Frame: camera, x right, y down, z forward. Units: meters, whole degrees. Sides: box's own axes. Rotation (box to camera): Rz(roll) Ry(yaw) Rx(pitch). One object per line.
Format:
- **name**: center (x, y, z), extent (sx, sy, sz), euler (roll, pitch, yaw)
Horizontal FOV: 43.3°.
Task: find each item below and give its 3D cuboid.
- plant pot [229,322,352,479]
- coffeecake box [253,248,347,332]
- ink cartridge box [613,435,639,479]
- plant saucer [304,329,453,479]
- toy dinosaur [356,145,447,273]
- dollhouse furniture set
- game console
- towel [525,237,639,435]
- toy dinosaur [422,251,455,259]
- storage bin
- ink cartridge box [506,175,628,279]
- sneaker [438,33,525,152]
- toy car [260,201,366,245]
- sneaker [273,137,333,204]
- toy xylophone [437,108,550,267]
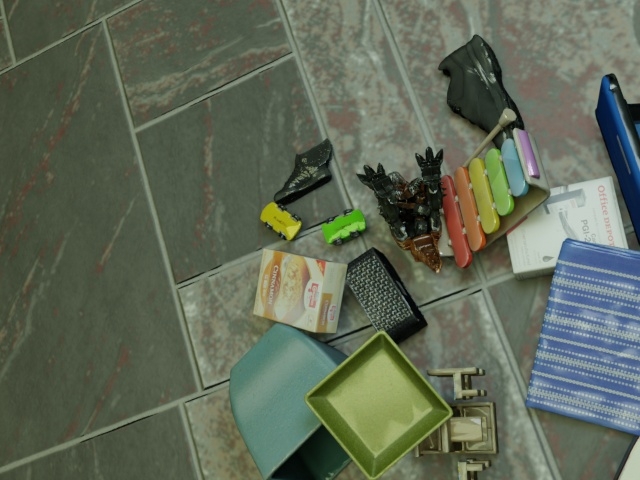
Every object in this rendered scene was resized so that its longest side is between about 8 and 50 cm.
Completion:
- **plant pot**: center (-0.038, 0.311, 1.612), extent (0.247, 0.248, 0.252), euler (-47, 57, 5)
- **coffeecake box**: center (-0.043, 0.101, 1.653), extent (0.185, 0.068, 0.143), euler (10, 91, 43)
- **ink cartridge box**: center (0.581, 0.422, 1.395), extent (0.128, 0.176, 0.127), euler (25, 85, 21)
- **plant saucer**: center (0.100, 0.283, 1.398), extent (0.188, 0.045, 0.188), euler (-42, 81, 6)
- **toy dinosaur**: center (0.190, -0.054, 1.586), extent (0.164, 0.219, 0.322), euler (-29, 39, -17)
- **dollhouse furniture set**: center (0.231, 0.350, 1.497), extent (0.160, 0.242, 0.212), euler (-6, 76, 19)
- **game console**: center (0.621, -0.147, 1.449), extent (0.173, 0.250, 0.293), euler (-16, 72, 10)
- **towel**: center (0.531, 0.178, 1.484), extent (0.243, 0.040, 0.336), euler (13, 97, 16)
- **toy dinosaur**: center (0.240, 0.007, 1.678), extent (0.082, 0.047, 0.090), euler (-42, 57, -13)
- **storage bin**: center (0.131, 0.115, 1.647), extent (0.084, 0.122, 0.180), euler (-35, 70, 10)
- **ink cartridge box**: center (0.474, -0.021, 1.572), extent (0.217, 0.092, 0.159), euler (-11, 76, 15)
- **sneaker**: center (0.335, -0.283, 1.683), extent (0.130, 0.109, 0.287), euler (-26, 64, 23)
- **toy car**: center (0.000, 0.000, 1.756), extent (0.224, 0.053, 0.239), euler (-23, 73, 13)
- **sneaker**: center (-0.039, -0.154, 1.806), extent (0.170, 0.051, 0.089), euler (-27, 71, 8)
- **toy xylophone**: center (0.319, -0.105, 1.557), extent (0.323, 0.081, 0.236), euler (124, 142, -46)
